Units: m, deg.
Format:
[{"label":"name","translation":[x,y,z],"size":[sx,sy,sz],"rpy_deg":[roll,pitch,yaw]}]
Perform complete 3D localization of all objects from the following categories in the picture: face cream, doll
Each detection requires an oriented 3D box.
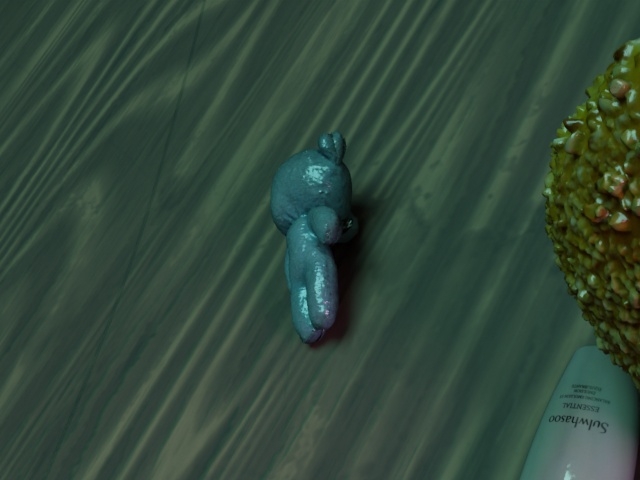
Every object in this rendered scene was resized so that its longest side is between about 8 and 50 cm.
[{"label":"face cream","translation":[0.162,0.155,0.693],"size":[0.072,0.051,0.182],"rpy_deg":[3,58,37]},{"label":"doll","translation":[0.004,0.000,0.959],"size":[0.120,0.075,0.179],"rpy_deg":[-44,50,49]}]

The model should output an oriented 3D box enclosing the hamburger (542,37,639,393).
[{"label":"hamburger","translation":[0.258,0.002,0.572],"size":[0.170,0.302,0.302],"rpy_deg":[-37,36,-21]}]
